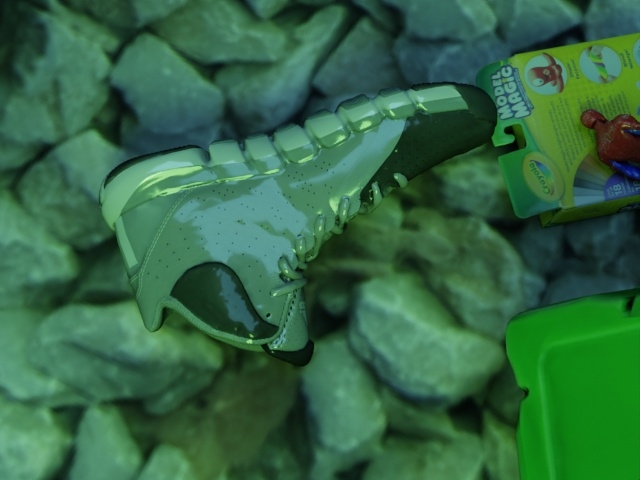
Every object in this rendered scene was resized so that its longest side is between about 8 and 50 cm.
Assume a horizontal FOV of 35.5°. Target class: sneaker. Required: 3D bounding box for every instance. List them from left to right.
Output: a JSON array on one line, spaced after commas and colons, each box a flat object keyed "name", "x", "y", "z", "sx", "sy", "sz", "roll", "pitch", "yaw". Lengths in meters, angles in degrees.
[{"name": "sneaker", "x": 0.000, "y": 0.000, "z": 0.561, "sx": 0.229, "sy": 0.086, "sz": 0.132, "roll": -15, "pitch": 79, "yaw": 1}]

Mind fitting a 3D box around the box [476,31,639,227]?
[{"name": "box", "x": 0.188, "y": -0.071, "z": 0.612, "sx": 0.179, "sy": 0.043, "sz": 0.105, "roll": -10, "pitch": 75, "yaw": -10}]

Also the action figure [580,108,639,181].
[{"name": "action figure", "x": 0.195, "y": -0.041, "z": 0.560, "sx": 0.115, "sy": 0.038, "sz": 0.030, "roll": 35, "pitch": 47, "yaw": 18}]

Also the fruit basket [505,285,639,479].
[{"name": "fruit basket", "x": 0.312, "y": 0.089, "z": 0.455, "sx": 0.392, "sy": 0.392, "sz": 0.282, "roll": -1, "pitch": 73, "yaw": -5}]
